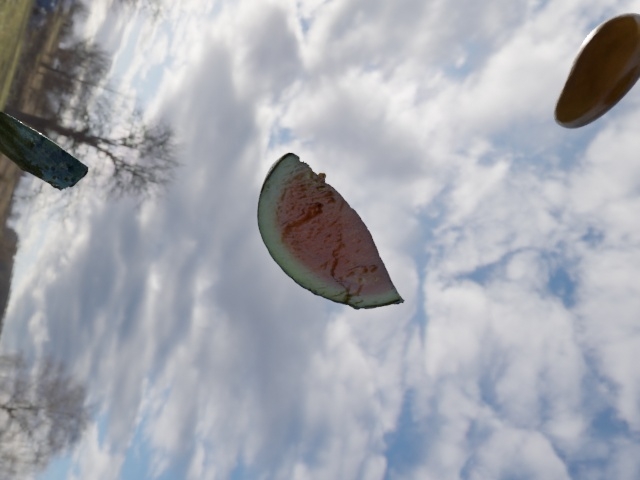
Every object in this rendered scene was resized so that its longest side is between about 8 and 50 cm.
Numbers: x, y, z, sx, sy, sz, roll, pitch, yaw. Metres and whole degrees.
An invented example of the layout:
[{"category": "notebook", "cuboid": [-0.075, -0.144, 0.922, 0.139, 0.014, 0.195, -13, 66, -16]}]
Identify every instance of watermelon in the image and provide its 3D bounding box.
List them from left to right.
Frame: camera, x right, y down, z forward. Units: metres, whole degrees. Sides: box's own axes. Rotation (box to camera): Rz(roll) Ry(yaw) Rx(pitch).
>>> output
[{"category": "watermelon", "cuboid": [0.003, -0.005, 0.781, 0.119, 0.245, 0.063, -11, -138, 33]}]

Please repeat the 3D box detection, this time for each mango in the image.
[{"category": "mango", "cuboid": [0.396, -0.236, 1.018, 0.184, 0.085, 0.102, -55, -152, 26]}]

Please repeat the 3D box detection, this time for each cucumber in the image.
[{"category": "cucumber", "cuboid": [-0.272, -0.085, 0.657, 0.067, 0.107, 0.035, 20, -104, 45]}]
